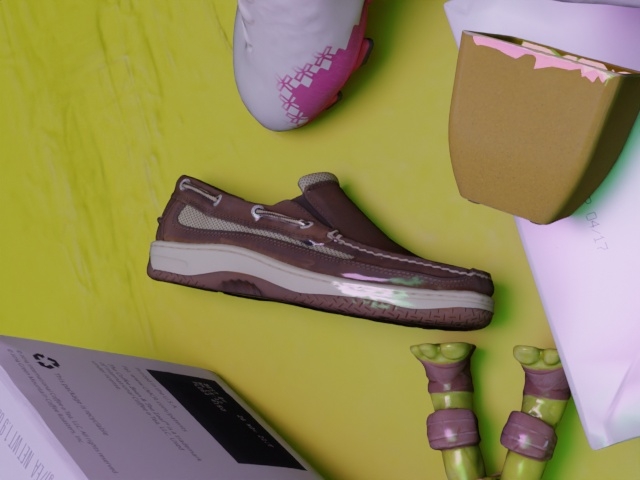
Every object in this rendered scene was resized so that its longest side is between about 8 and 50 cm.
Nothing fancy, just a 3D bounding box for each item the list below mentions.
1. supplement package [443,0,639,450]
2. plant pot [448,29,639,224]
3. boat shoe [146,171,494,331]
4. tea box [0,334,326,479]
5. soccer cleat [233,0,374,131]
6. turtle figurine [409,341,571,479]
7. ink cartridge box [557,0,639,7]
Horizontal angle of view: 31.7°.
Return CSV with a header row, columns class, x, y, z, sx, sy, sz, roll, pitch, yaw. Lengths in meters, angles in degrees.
class,x,y,z,sx,sy,sz,roll,pitch,yaw
supplement package,0.220,-0.041,0.640,0.204,0.145,0.261,-20,80,21
plant pot,0.109,-0.055,0.569,0.081,0.081,0.083,22,106,23
boat shoe,-0.003,-0.001,0.765,0.257,0.095,0.095,9,85,24
tea box,-0.122,0.283,0.681,0.329,0.220,0.323,36,103,42
soccer cleat,-0.020,-0.198,0.691,0.116,0.143,0.331,58,141,29
turtle figurine,0.117,0.174,0.700,0.270,0.087,0.217,-1,81,43
ink cartridge box,0.276,-0.224,0.548,0.308,0.385,0.091,8,129,16
